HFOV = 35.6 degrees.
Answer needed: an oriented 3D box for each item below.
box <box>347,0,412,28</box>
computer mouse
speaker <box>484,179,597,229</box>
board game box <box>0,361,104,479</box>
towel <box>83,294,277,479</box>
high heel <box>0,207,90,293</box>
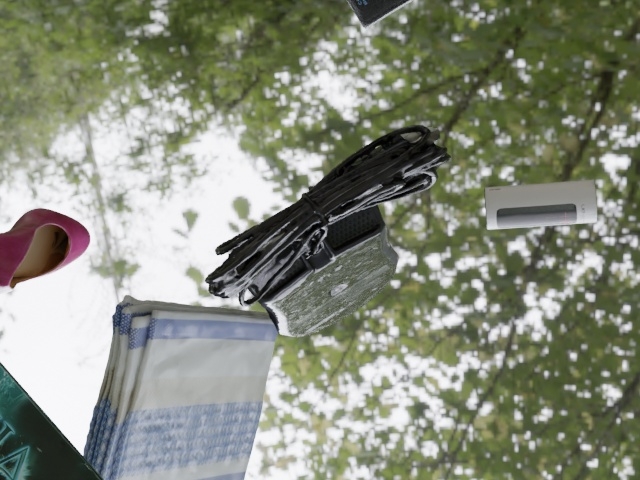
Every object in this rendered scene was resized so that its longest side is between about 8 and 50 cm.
[{"bbox_3d":[0.141,-0.250,0.619,0.169,0.087,0.290,-39,-168,-36],"label":"box"},{"bbox_3d":[0.000,0.000,0.771,0.188,0.272,0.072,-31,-107,-7],"label":"computer mouse"},{"bbox_3d":[0.274,-0.045,1.238,0.136,0.055,0.055,-3,-149,11],"label":"speaker"},{"bbox_3d":[-0.116,0.113,0.306,0.026,0.186,0.126,-10,-149,44],"label":"board game box"},{"bbox_3d":[-0.122,0.187,0.800,0.034,0.285,0.209,14,-178,30],"label":"towel"},{"bbox_3d":[-0.292,0.016,1.041,0.117,0.082,0.244,18,-175,23],"label":"high heel"}]
